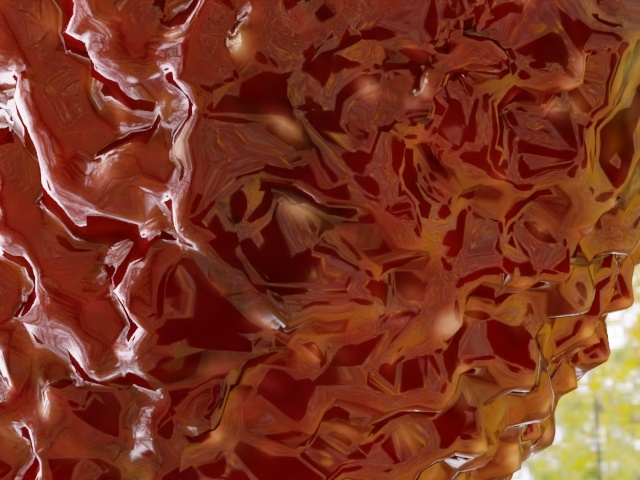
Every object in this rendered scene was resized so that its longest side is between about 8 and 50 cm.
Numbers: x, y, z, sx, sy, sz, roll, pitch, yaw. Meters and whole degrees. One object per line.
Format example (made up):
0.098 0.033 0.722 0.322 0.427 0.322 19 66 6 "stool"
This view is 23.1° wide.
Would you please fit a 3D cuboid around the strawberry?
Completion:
0.002 0.000 0.547 0.292 0.292 0.344 -11 -72 -46 "strawberry"
